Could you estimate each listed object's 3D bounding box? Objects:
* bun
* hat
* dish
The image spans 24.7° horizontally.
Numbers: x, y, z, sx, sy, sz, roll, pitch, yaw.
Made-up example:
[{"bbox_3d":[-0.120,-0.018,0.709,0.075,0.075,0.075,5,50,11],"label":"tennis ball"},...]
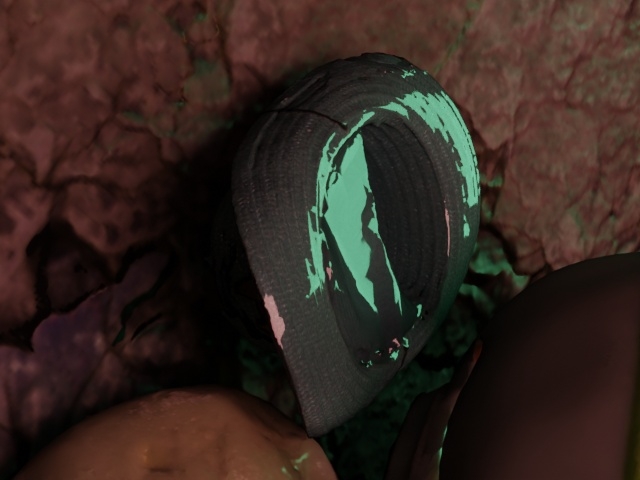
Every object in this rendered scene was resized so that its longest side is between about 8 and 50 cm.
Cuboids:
[{"bbox_3d":[-0.046,0.149,0.571,0.183,0.102,0.183,1,89,-44],"label":"bun"},{"bbox_3d":[0.000,0.000,0.626,0.191,0.078,0.138,-43,125,-51],"label":"hat"},{"bbox_3d":[0.080,0.160,0.641,0.324,0.124,0.324,5,90,-75],"label":"dish"}]
